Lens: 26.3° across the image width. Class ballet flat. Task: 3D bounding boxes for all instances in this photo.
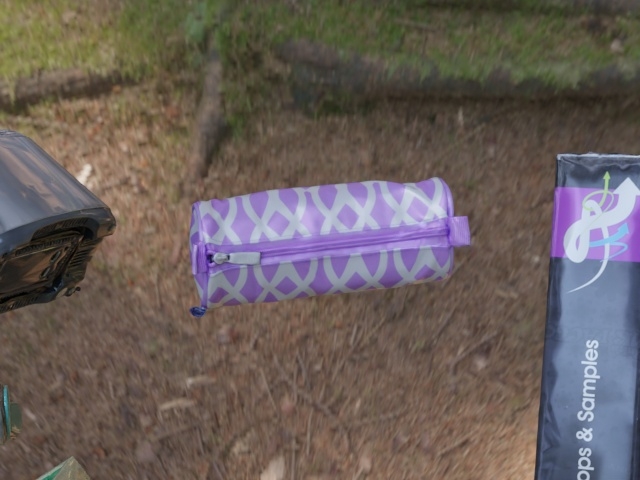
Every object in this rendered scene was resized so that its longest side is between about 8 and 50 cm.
[{"bbox_3d":[-0.406,0.217,1.673,0.068,0.213,0.072,-5,78,-9],"label":"ballet flat"}]

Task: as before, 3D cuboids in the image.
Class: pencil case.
[{"bbox_3d":[0.000,0.000,1.015,0.206,0.088,0.086,-8,86,-7],"label":"pencil case"}]

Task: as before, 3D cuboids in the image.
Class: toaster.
[{"bbox_3d":[-0.313,-0.014,1.277,0.146,0.227,0.129,44,119,15],"label":"toaster"}]

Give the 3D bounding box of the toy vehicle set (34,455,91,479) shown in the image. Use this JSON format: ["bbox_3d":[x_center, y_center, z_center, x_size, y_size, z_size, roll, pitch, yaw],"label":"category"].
[{"bbox_3d":[-0.381,0.348,1.487,0.267,0.166,0.035,-34,101,25],"label":"toy vehicle set"}]

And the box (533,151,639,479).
[{"bbox_3d":[0.074,0.068,0.374,0.029,0.116,0.162,2,79,14],"label":"box"}]

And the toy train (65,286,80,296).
[{"bbox_3d":[-0.344,0.036,1.563,0.158,0.027,0.036,13,85,-37],"label":"toy train"}]
